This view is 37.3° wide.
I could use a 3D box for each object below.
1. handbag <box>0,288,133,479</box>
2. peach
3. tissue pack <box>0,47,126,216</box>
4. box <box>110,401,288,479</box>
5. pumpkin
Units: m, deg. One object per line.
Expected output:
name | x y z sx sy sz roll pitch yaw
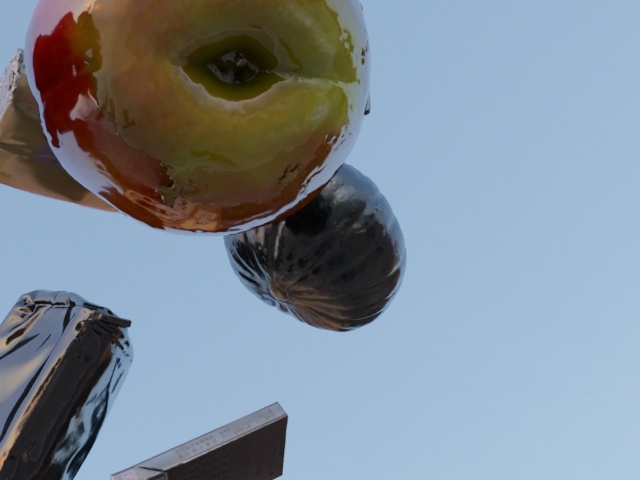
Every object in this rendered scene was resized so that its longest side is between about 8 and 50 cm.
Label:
handbag | -0.367 0.227 1.295 0.178 0.275 0.302 43 -117 -37
peach | -0.120 -0.173 0.954 0.370 0.370 0.370 -7 -58 -12
tissue pack | -0.336 -0.144 1.317 0.257 0.123 0.215 14 -34 -34
box | -0.208 0.413 1.672 0.325 0.047 0.180 -20 -43 -28
pumpkin | 0.000 0.000 1.241 0.216 0.250 0.250 -36 -46 -41
